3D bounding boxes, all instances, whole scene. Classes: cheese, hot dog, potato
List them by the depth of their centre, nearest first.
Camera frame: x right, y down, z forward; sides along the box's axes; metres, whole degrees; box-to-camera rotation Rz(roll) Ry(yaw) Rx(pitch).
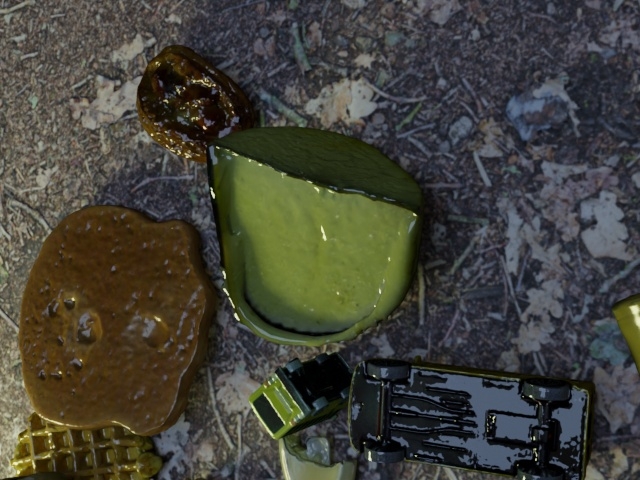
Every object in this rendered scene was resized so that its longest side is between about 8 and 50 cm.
[{"bbox_3d":[0.000,0.000,1.517,0.330,0.213,0.280,17,113,15],"label":"potato"},{"bbox_3d":[-0.003,0.414,1.559,0.127,0.050,0.234,-2,85,23],"label":"cheese"},{"bbox_3d":[-0.212,-0.223,1.659,0.227,0.099,0.160,32,101,19],"label":"hot dog"}]

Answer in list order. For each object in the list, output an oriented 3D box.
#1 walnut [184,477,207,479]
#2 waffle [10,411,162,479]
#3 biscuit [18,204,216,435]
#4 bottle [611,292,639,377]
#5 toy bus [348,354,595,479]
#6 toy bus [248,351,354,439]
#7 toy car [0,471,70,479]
[{"bbox_3d":[-0.201,0.430,1.636,0.079,0.082,0.096,-19,78,-6],"label":"walnut"},{"bbox_3d":[-0.416,0.405,1.741,0.329,0.062,0.329,-1,87,24],"label":"waffle"},{"bbox_3d":[-0.346,0.129,1.700,0.365,0.062,0.385,4,78,23],"label":"biscuit"},{"bbox_3d":[0.507,0.216,1.273,0.172,0.171,0.351,-21,79,22],"label":"bottle"},{"bbox_3d":[0.211,0.245,1.417,0.331,0.151,0.145,4,96,22],"label":"toy bus"},{"bbox_3d":[-0.019,0.229,1.511,0.101,0.175,0.088,-45,71,23],"label":"toy bus"},{"bbox_3d":[-0.521,0.466,1.702,0.124,0.101,0.256,49,115,31],"label":"toy car"}]
